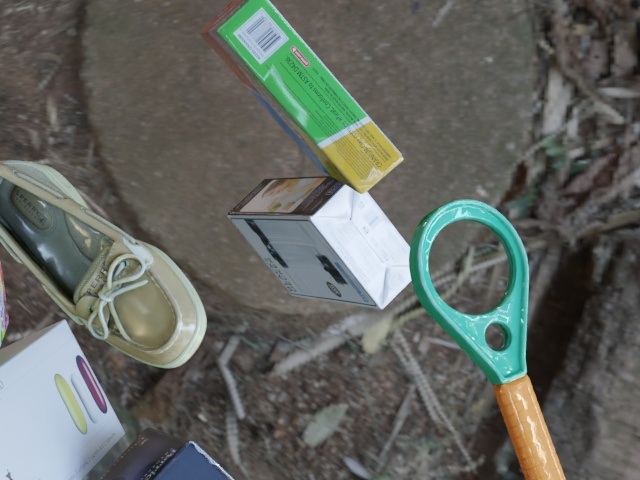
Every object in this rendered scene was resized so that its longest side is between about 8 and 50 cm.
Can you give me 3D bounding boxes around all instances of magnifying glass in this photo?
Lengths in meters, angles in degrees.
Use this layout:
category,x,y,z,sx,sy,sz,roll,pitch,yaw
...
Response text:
category,x,y,z,sx,sy,sz,roll,pitch,yaw
magnifying glass,0.133,0.081,0.955,0.092,0.026,0.231,-19,90,-23

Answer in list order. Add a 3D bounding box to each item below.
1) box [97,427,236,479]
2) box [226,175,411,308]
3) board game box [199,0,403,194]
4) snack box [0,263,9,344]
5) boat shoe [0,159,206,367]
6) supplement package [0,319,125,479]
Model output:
category,x,y,z,sx,sy,sz,roll,pitch,yaw
box,-0.198,0.361,1.339,0.183,0.294,0.296,45,75,-9
box,0.000,0.000,1.788,0.087,0.290,0.169,-44,110,-18
board game box,-0.033,-0.179,1.524,0.064,0.316,0.242,-42,102,-1
snack box,-0.378,0.084,1.139,0.174,0.207,0.070,-6,104,-5
boat shoe,-0.121,0.010,0.647,0.056,0.153,0.048,-52,156,12
supplement package,-0.350,0.212,1.277,0.204,0.262,0.145,-25,97,15
